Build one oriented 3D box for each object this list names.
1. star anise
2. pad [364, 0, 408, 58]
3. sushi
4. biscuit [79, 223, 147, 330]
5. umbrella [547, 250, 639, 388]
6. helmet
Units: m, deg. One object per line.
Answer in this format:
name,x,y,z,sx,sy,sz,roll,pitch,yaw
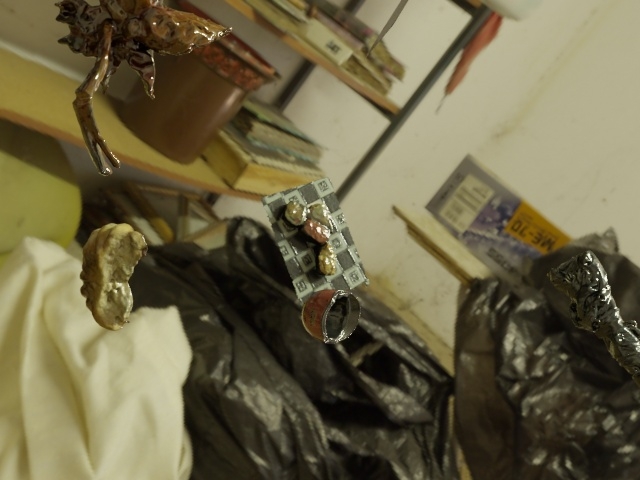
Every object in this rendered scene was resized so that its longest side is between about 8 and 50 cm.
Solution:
star anise,-0.254,-0.256,1.007,0.237,0.347,0.148,17,-6,-12
pad,0.138,-0.404,1.292,0.004,0.193,0.116,33,-27,-9
sushi,0.000,0.000,1.228,0.139,0.031,0.201,-20,87,-28
biscuit,-0.342,0.052,1.182,0.118,0.183,0.061,30,28,31
umbrella,0.427,0.124,1.110,0.224,0.080,0.071,58,21,11
helmet,0.006,0.087,0.888,0.049,0.065,0.084,13,0,31
